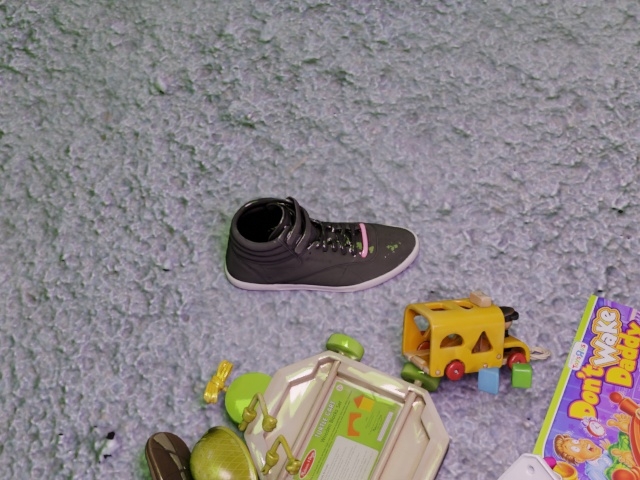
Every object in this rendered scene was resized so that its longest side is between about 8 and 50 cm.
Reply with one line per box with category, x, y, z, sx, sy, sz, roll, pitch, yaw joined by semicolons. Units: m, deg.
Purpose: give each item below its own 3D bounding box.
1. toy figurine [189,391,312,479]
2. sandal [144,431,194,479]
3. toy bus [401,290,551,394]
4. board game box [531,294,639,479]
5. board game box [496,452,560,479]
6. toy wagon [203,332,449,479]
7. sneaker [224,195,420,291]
toy figurine;-0.123;0.389;1.819;0.217;0.191;0.362;-7;58;-41
sandal;-0.201;0.369;1.962;0.090;0.060;0.219;4;53;-42
toy bus;0.214;0.125;1.995;0.191;0.202;0.104;7;106;19
board game box;0.423;0.258;1.932;0.233;0.078;0.347;17;53;14
board game box;0.264;0.518;1.718;0.390;0.050;0.390;52;121;25
toy wagon;0.003;0.262;2.007;0.344;0.068;0.267;20;65;16
sneaker;0.000;0.000;2.103;0.295;0.147;0.105;-5;60;1
